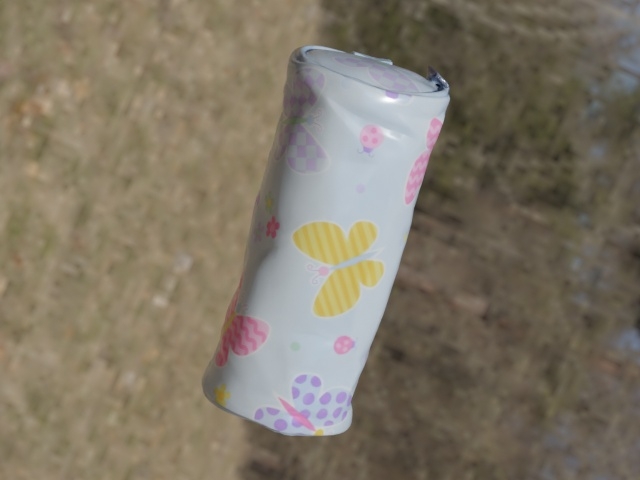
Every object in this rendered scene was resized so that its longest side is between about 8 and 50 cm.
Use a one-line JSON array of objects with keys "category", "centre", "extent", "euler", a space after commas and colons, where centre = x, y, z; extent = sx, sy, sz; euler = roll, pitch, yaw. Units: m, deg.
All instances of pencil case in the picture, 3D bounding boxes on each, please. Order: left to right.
[{"category": "pencil case", "centre": [0.000, 0.000, 1.392], "extent": [0.124, 0.113, 0.273], "euler": [-134, -122, -68]}]
